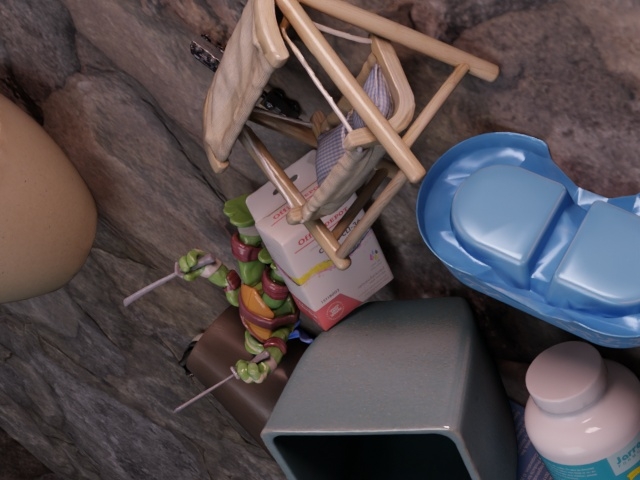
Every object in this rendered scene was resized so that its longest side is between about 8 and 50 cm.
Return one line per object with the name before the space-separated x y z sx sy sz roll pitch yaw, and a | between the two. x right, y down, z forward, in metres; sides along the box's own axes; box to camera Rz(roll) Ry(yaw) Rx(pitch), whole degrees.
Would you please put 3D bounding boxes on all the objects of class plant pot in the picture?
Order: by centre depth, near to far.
plant pot | 0.110 0.208 1.607 0.248 0.252 0.247 -5 134 26

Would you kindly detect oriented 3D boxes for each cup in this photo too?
cup | -0.471 -0.038 1.898 0.331 0.331 0.237 2 163 46

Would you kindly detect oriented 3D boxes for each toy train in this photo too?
toy train | -0.088 -0.182 1.512 0.158 0.027 0.036 38 155 -2

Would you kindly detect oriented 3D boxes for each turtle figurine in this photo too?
turtle figurine | -0.123 0.085 1.733 0.274 0.198 0.266 6 135 -9

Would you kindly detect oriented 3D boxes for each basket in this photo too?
basket | -0.077 0.212 1.947 0.227 0.154 0.204 37 119 11

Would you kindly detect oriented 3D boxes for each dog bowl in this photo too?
dog bowl | 0.240 0.004 1.300 0.297 0.166 0.074 25 161 20

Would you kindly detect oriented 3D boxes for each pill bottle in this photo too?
pill bottle | 0.334 0.240 1.543 0.146 0.146 0.264 5 139 44

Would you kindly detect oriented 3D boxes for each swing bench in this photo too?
swing bench | 0.001 -0.141 1.335 0.254 0.165 0.253 37 152 0

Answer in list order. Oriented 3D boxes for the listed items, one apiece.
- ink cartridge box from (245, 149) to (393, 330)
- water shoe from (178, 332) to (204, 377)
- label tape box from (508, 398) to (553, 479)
ink cartridge box | 0.000 0.000 1.578 0.067 0.115 0.198 37 161 48
water shoe | -0.139 0.209 2.084 0.203 0.080 0.073 10 142 40
label tape box | 0.316 0.394 1.679 0.347 0.249 0.115 29 150 15
